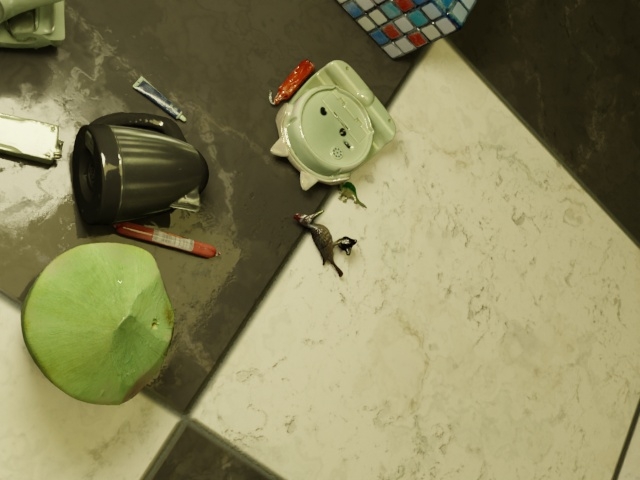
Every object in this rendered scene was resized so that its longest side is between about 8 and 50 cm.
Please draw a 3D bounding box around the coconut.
[{"bbox_3d":[-0.419,0.156,1.211,0.281,0.328,0.328,13,77,-29],"label":"coconut"}]

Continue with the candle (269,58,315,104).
[{"bbox_3d":[-0.076,-0.408,1.636,0.048,0.053,0.162,43,68,-11],"label":"candle"}]

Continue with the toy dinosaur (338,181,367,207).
[{"bbox_3d":[0.084,-0.126,1.698,0.119,0.029,0.060,28,58,-23],"label":"toy dinosaur"}]

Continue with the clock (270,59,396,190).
[{"bbox_3d":[0.023,-0.278,1.632,0.265,0.108,0.324,48,62,-13],"label":"clock"}]

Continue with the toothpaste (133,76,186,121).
[{"bbox_3d":[-0.370,-0.325,1.480,0.140,0.021,0.037,39,60,-17],"label":"toothpaste"}]

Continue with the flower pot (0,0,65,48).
[{"bbox_3d":[-0.597,-0.477,1.179,0.254,0.367,0.165,-1,87,-27],"label":"flower pot"}]

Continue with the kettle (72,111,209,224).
[{"bbox_3d":[-0.379,-0.150,1.377,0.271,0.250,0.207,-5,115,-36],"label":"kettle"}]

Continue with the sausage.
[{"bbox_3d":[-0.345,-0.001,1.441,0.253,0.034,0.034,18,75,-26],"label":"sausage"}]

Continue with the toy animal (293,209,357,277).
[{"bbox_3d":[0.010,-0.004,1.617,0.202,0.070,0.105,43,84,-21],"label":"toy animal"}]

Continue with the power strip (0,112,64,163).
[{"bbox_3d":[-0.672,-0.222,1.285,0.286,0.048,0.080,11,75,-27],"label":"power strip"}]

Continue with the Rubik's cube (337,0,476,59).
[{"bbox_3d":[0.248,-0.715,1.707,0.287,0.293,0.292,39,67,-24],"label":"Rubik's cube"}]
